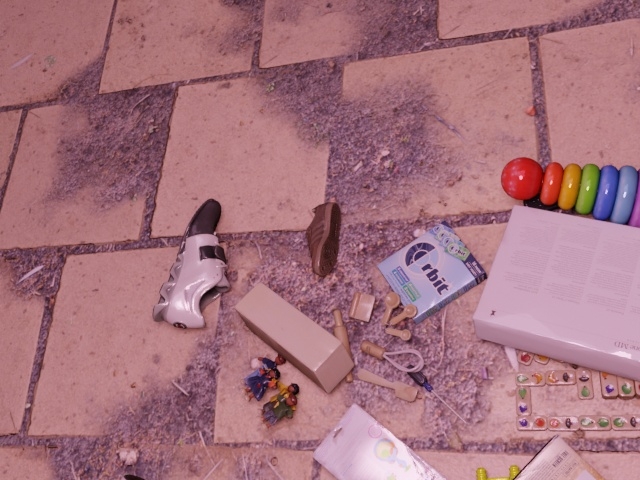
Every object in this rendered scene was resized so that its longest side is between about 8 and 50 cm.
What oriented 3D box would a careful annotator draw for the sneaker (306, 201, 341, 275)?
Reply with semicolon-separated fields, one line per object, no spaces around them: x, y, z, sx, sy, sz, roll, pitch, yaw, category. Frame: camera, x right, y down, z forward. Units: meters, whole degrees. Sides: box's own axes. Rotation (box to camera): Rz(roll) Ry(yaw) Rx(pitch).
0.000;0.000;1.779;0.071;0.066;0.188;-8;57;35;sneaker

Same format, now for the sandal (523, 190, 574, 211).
0.523;-0.094;1.637;0.179;0.040;0.067;-12;71;4;sandal

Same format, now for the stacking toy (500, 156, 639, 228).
0.535;-0.101;1.556;0.330;0.141;0.141;10;69;14;stacking toy

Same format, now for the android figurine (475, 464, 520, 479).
0.339;0.551;1.390;0.248;0.056;0.272;-7;65;16;android figurine

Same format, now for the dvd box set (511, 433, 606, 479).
0.456;0.586;1.278;0.420;0.062;0.307;43;84;19;dvd box set

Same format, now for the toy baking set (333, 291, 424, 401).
0.120;0.221;1.617;0.197;0.030;0.256;-16;67;25;toy baking set

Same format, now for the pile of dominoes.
0.502;0.267;1.476;0.251;0.040;0.196;-5;64;17;pile of dominoes

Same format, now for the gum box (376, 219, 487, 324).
0.241;0.068;1.663;0.184;0.041;0.157;-34;59;2;gum box

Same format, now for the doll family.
-0.102;0.318;1.648;0.111;0.076;0.193;-41;56;3;doll family

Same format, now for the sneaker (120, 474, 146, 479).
-0.327;0.608;1.582;0.290;0.106;0.123;21;84;35;sneaker

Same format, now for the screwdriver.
0.237;0.315;1.556;0.024;0.025;0.170;-45;59;-5;screwdriver

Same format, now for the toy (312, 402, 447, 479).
0.118;0.454;1.514;0.237;0.056;0.137;36;77;25;toy

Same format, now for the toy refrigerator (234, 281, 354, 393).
-0.056;0.203;1.642;0.094;0.102;0.269;-45;50;-16;toy refrigerator

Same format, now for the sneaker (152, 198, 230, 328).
-0.271;0.060;1.820;0.146;0.122;0.330;15;69;6;sneaker

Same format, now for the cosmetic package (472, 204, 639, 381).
0.524;0.099;1.493;0.377;0.097;0.284;14;60;26;cosmetic package
